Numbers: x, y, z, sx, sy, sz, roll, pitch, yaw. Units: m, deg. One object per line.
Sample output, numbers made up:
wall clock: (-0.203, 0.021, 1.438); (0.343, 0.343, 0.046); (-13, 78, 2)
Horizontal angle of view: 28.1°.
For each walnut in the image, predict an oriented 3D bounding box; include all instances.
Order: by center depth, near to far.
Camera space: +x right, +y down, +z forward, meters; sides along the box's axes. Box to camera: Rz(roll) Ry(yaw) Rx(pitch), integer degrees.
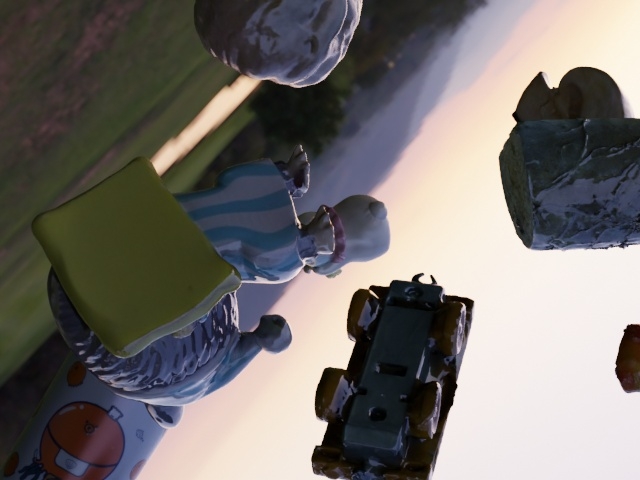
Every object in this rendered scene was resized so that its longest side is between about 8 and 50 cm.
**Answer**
walnut: (-0.059, -0.347, 1.863); (0.248, 0.248, 0.248); (-47, -178, 2)

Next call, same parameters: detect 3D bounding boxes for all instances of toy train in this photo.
toy train: (0.109, 0.201, 1.753); (0.231, 0.163, 0.369); (81, 22, -44)

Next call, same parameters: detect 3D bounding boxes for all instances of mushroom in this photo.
mushroom: (0.463, -0.197, 2.139); (0.162, 0.236, 0.173); (9, 129, -47)

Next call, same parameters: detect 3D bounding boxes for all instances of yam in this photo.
yam: (0.420, -0.082, 1.901); (0.271, 0.201, 0.202); (-9, 166, 1)

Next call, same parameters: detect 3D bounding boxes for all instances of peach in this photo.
peach: (0.422, 0.154, 1.643); (0.061, 0.098, 0.098); (1, -143, 41)

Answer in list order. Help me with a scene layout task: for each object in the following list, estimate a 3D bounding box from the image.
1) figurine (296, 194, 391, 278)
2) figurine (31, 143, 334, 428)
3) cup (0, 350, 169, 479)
figurine: (0.000, 0.000, 2.315); (0.236, 0.127, 0.155); (-13, 167, -17)
figurine: (-0.164, 0.073, 1.712); (0.361, 0.266, 0.377); (-17, 153, -6)
cup: (-0.398, 0.352, 2.159); (0.317, 0.212, 0.212); (-59, -178, -3)
